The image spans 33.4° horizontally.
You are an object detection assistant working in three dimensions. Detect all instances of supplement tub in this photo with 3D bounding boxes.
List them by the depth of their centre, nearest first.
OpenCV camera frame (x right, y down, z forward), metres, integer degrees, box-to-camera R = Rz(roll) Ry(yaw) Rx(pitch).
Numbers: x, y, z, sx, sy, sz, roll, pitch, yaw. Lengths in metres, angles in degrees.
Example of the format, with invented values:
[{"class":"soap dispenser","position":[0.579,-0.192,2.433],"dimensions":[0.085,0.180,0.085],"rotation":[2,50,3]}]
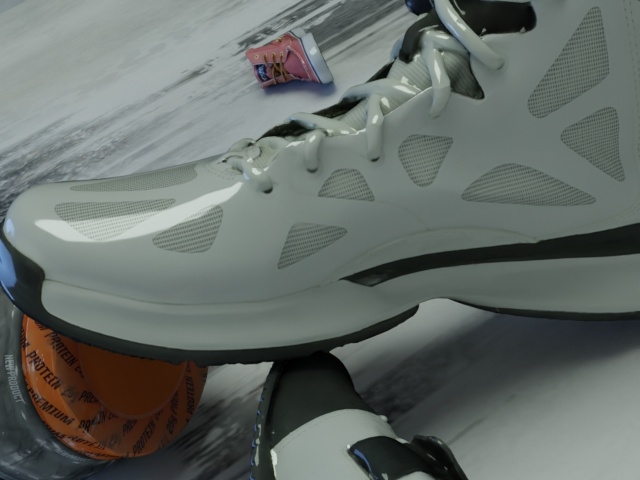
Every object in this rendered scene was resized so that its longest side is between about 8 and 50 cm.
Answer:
[{"class":"supplement tub","position":[-0.249,0.079,0.787],"dimensions":[0.316,0.193,0.193],"rotation":[-4,33,33]}]

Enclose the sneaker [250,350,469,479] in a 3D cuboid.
[{"class":"sneaker","position":[0.036,0.159,0.519],"dimensions":[0.146,0.122,0.330],"rotation":[-3,25,0]}]

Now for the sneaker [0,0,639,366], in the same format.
[{"class":"sneaker","position":[0.038,-0.084,0.612],"dimensions":[0.448,0.257,0.169],"rotation":[-4,28,-13]}]

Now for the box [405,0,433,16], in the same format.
[{"class":"box","position":[0.290,-0.398,0.747],"dimensions":[0.471,0.298,0.479],"rotation":[-48,28,37]}]

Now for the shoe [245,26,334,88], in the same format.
[{"class":"shoe","position":[-0.040,-0.211,1.289],"dimensions":[0.081,0.063,0.178],"rotation":[-27,21,-1]}]
